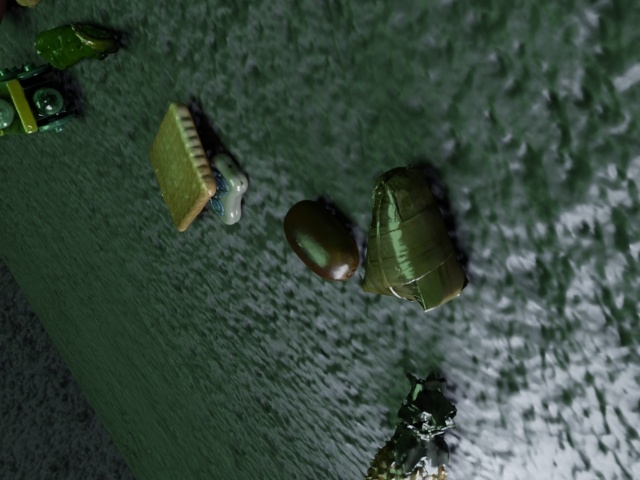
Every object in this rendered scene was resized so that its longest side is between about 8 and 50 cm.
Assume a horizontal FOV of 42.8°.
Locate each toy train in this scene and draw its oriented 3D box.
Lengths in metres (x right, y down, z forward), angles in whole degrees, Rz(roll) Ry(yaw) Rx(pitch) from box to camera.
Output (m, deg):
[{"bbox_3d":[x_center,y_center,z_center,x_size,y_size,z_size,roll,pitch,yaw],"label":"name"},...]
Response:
[{"bbox_3d":[-0.663,-0.273,1.699,0.369,0.237,0.150,9,122,55],"label":"toy train"}]

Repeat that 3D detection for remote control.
[{"bbox_3d":[-0.147,-0.078,1.267,0.074,0.032,0.122,49,149,19],"label":"remote control"}]

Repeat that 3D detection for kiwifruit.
[{"bbox_3d":[0.000,0.000,1.065,0.124,0.075,0.075,52,151,22],"label":"kiwifruit"}]

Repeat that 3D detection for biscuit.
[{"bbox_3d":[-0.226,-0.114,1.326,0.160,0.030,0.250,68,157,6],"label":"biscuit"}]

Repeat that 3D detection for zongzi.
[{"bbox_3d":[0.077,-0.006,0.934,0.176,0.078,0.160,7,117,60],"label":"zongzi"}]

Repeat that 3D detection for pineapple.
[{"bbox_3d":[0.125,0.275,1.095,0.125,0.125,0.251,40,141,32],"label":"pineapple"}]

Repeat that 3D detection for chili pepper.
[{"bbox_3d":[-0.423,-0.343,1.419,0.085,0.076,0.359,51,161,-26],"label":"chili pepper"}]

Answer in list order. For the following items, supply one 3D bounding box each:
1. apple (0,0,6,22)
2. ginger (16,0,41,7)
[{"bbox_3d":[-0.767,-0.513,1.604,0.235,0.306,0.305,4,123,29],"label":"apple"},{"bbox_3d":[-0.555,-0.560,1.440,0.118,0.065,0.299,17,128,46],"label":"ginger"}]
